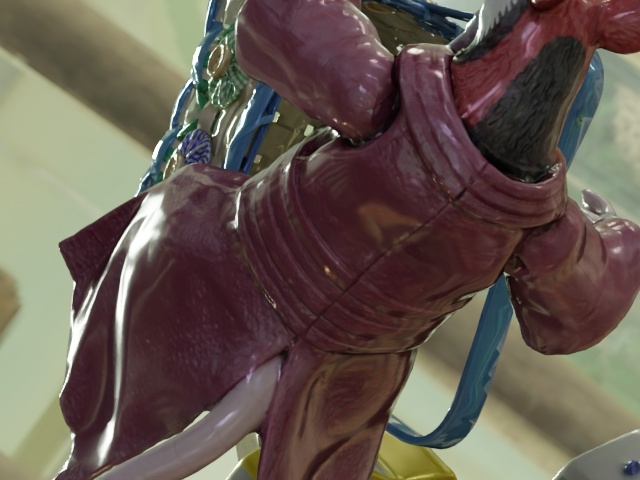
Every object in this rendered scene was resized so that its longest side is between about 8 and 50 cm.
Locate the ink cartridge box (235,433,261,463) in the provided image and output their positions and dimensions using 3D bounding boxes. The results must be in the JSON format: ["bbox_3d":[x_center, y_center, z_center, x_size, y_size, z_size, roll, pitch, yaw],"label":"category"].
[{"bbox_3d":[-0.007,0.259,1.685,0.088,0.234,0.193,-12,2,-9],"label":"ink cartridge box"}]

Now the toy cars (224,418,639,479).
[{"bbox_3d":[0.093,0.158,1.207,0.176,0.394,0.087,-67,-29,-52],"label":"toy cars"}]

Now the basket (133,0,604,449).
[{"bbox_3d":[0.026,-0.032,1.205,0.201,0.289,0.254,18,-86,-48],"label":"basket"}]

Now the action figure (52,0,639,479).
[{"bbox_3d":[0.000,0.000,0.833,0.370,0.248,0.275,-47,7,42],"label":"action figure"}]
